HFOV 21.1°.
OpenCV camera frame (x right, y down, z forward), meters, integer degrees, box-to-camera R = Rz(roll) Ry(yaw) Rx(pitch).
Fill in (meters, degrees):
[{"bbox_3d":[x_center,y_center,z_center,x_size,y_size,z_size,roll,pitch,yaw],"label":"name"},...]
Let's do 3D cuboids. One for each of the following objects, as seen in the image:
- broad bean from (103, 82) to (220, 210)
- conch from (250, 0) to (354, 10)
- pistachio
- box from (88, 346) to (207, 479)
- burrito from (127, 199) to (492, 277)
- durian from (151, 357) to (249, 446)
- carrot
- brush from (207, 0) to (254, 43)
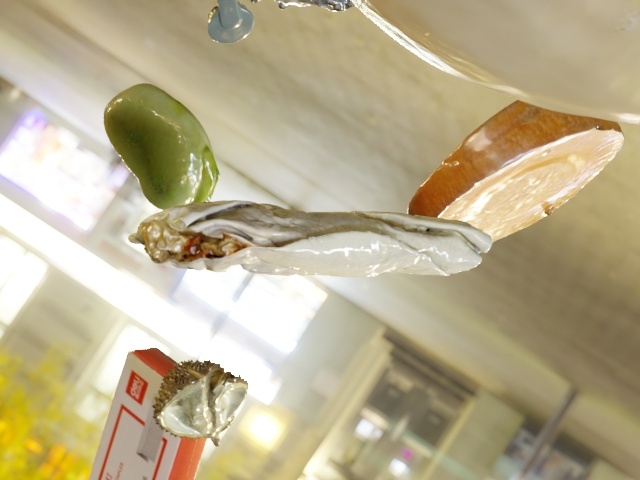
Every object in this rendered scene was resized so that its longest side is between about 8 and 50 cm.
[{"bbox_3d":[-0.198,-0.114,2.154,0.174,0.124,0.082,58,-148,-14],"label":"broad bean"},{"bbox_3d":[0.023,-0.366,1.917,0.313,0.186,0.240,-9,143,18],"label":"conch"},{"bbox_3d":[0.164,-0.232,1.142,0.446,0.281,0.365,21,-172,-8],"label":"pistachio"},{"bbox_3d":[-0.203,0.252,2.035,0.123,0.229,0.050,34,-154,33],"label":"box"},{"bbox_3d":[0.000,0.000,1.778,0.392,0.076,0.117,2,-179,-28],"label":"burrito"},{"bbox_3d":[-0.131,0.173,1.905,0.140,0.110,0.071,77,180,-50],"label":"durian"},{"bbox_3d":[0.254,-0.092,2.274,0.100,0.307,0.258,54,171,21],"label":"carrot"},{"bbox_3d":[-0.124,-0.342,2.134,0.266,0.062,0.027,83,169,-54],"label":"brush"}]
